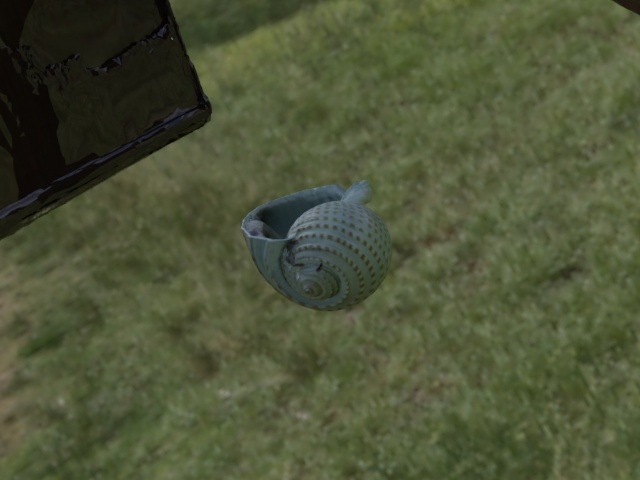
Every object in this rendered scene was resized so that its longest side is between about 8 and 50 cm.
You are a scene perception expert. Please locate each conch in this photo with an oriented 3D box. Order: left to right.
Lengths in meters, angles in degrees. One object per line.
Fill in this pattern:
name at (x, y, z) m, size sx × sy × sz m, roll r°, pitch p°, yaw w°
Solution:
conch at (0.000, 0.004, 0.689) m, size 0.076 × 0.056 × 0.085 m, roll 3°, pitch 16°, yaw 18°

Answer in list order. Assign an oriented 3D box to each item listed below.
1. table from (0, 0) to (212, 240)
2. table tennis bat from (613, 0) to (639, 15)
table at (-0.234, -0.141, 0.606) m, size 0.251 × 0.282 × 0.196 m, roll 5°, pitch 30°, yaw 47°
table tennis bat at (0.141, -0.126, 0.477) m, size 0.173 × 0.301 × 0.022 m, roll -42°, pitch 3°, yaw -25°
